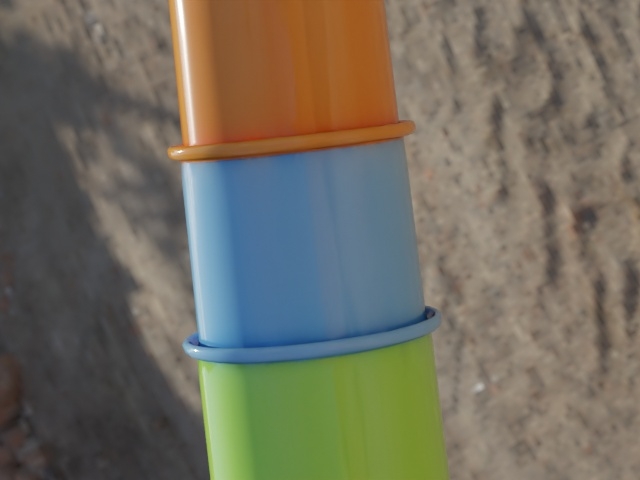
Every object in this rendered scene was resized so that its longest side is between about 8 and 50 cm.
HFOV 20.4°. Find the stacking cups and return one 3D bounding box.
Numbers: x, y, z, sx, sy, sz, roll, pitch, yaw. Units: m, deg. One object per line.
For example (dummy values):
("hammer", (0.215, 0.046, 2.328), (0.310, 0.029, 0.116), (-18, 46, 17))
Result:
("stacking cups", (0.000, 0.000, 0.567), (0.096, 0.096, 0.316), (8, 104, 60))
